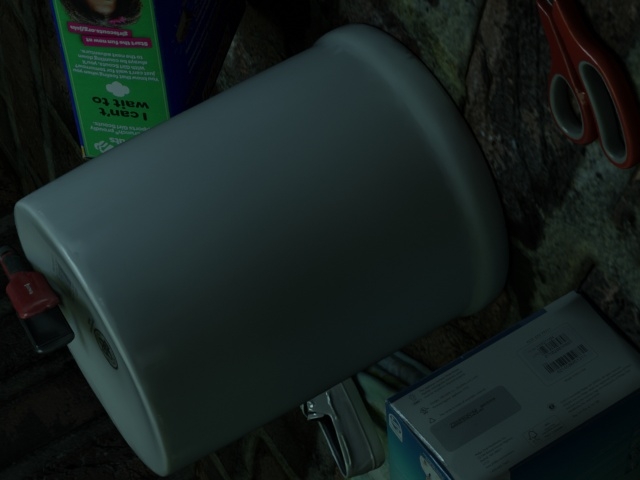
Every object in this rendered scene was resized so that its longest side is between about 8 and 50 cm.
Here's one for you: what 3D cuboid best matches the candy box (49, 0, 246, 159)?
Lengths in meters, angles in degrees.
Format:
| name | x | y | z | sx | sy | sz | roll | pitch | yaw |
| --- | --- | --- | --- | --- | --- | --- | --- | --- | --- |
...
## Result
| name | x | y | z | sx | sy | sz | roll | pitch | yaw |
| --- | --- | --- | --- | --- | --- | --- | --- | --- | --- |
| candy box | -0.176 | -0.276 | 1.590 | 0.122 | 0.268 | 0.317 | 8 | 141 | 11 |

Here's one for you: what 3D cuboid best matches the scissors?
| name | x | y | z | sx | sy | sz | roll | pitch | yaw |
| --- | --- | --- | --- | --- | --- | --- | --- | --- | --- |
| scissors | 0.179 | -0.191 | 1.157 | 0.109 | 0.021 | 0.297 | 30 | 144 | 62 |

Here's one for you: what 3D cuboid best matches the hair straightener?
| name | x | y | z | sx | sy | sz | roll | pitch | yaw |
| --- | --- | --- | --- | --- | --- | --- | --- | --- | --- |
| hair straightener | -0.290 | 0.068 | 1.521 | 0.230 | 0.047 | 0.089 | 29 | 143 | 60 |

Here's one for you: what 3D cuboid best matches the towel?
| name | x | y | z | sx | sy | sz | roll | pitch | yaw |
| --- | --- | --- | --- | --- | --- | --- | --- | --- | --- |
| towel | 0.092 | 0.274 | 1.977 | 0.374 | 0.090 | 0.320 | 27 | 141 | 61 |

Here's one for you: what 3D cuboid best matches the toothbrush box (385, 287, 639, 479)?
| name | x | y | z | sx | sy | sz | roll | pitch | yaw |
| --- | --- | --- | --- | --- | --- | --- | --- | --- | --- |
| toothbrush box | 0.185 | 0.218 | 1.428 | 0.126 | 0.216 | 0.295 | 49 | 160 | 35 |

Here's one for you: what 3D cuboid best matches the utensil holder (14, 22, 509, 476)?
| name | x | y | z | sx | sy | sz | roll | pitch | yaw |
| --- | --- | --- | --- | --- | --- | --- | --- | --- | --- |
| utensil holder | -0.061 | 0.012 | 1.517 | 0.327 | 0.385 | 0.327 | 51 | 160 | 27 |

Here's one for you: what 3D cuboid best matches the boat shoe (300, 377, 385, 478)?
| name | x | y | z | sx | sy | sz | roll | pitch | yaw |
| --- | --- | --- | --- | --- | --- | --- | --- | --- | --- |
| boat shoe | 0.011 | 0.203 | 1.864 | 0.184 | 0.063 | 0.066 | 64 | 157 | 6 |
